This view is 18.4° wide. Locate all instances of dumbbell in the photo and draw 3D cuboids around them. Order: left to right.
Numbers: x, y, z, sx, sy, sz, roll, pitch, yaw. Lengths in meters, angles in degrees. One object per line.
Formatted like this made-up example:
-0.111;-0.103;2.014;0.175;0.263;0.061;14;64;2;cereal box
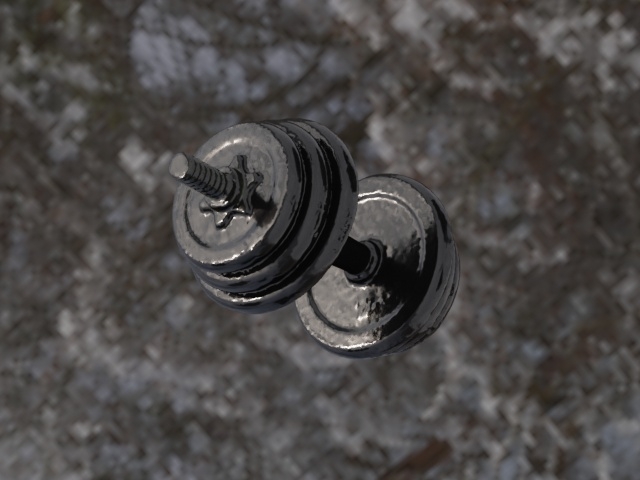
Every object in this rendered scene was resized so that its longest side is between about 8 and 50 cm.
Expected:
0.000;0.000;0.965;0.208;0.099;0.099;28;-147;-46;dumbbell
